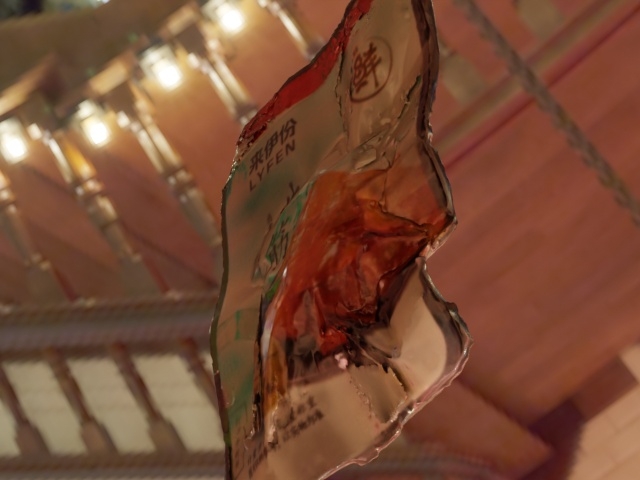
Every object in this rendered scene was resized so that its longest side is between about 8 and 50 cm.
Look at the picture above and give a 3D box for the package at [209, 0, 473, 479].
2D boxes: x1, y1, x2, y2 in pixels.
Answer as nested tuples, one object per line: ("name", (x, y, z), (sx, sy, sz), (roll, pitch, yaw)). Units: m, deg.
("package", (0.000, 0.000, 0.740), (0.040, 0.232, 0.166), (21, 137, -29))
